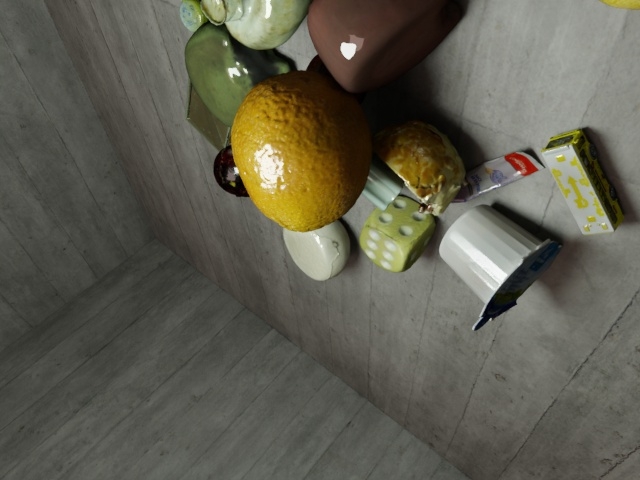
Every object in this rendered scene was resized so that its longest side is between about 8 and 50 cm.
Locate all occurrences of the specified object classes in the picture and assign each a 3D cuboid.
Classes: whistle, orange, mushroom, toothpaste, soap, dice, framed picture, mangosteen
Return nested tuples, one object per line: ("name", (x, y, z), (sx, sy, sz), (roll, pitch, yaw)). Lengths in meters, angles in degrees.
("whistle", (-0.420, -0.769, 1.564), (0.104, 0.057, 0.198), (5, 124, 38))
("orange", (-0.041, -0.194, 1.117), (0.322, 0.322, 0.357), (25, 134, 36))
("mushroom", (-0.173, -0.636, 1.167), (0.352, 0.260, 0.352), (40, 152, 26))
("toothpaste", (0.403, -0.149, 1.218), (0.075, 0.048, 0.301), (55, 149, -5))
("soap", (0.103, -0.212, 1.342), (0.265, 0.160, 0.087), (37, 115, -3))
("dice", (0.232, -0.018, 1.483), (0.166, 0.169, 0.169), (35, 150, 23))
("framed picture", (-0.443, -0.507, 1.951), (0.247, 0.022, 0.335), (44, 152, 5))
("mangosteen", (-0.286, -0.295, 1.834), (0.228, 0.228, 0.266), (0, 89, 54))

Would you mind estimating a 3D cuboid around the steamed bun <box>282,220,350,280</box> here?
("steamed bun", (0.000, 0.000, 1.818), (0.283, 0.177, 0.283), (35, 144, 31))

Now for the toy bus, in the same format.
("toy bus", (0.548, -0.118, 1.024), (0.081, 0.074, 0.226), (-6, 122, 57))

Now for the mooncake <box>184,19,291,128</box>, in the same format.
("mooncake", (-0.244, -0.511, 1.504), (0.351, 0.187, 0.351), (30, 147, 22))

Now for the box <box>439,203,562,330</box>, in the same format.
("box", (0.420, 0.054, 1.241), (0.206, 0.262, 0.291), (49, 114, 32))

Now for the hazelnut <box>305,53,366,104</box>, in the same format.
("hazelnut", (0.035, -0.409, 1.257), (0.204, 0.178, 0.178), (-18, 113, 42))

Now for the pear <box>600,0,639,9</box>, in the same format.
("pear", (0.458, -0.410, 0.677), (0.178, 0.178, 0.178), (34, 149, 24))

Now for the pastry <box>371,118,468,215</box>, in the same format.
("pastry", (0.248, -0.202, 1.204), (0.256, 0.170, 0.237), (60, -164, 24))

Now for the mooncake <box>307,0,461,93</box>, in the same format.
("mooncake", (0.126, -0.436, 0.945), (0.174, 0.326, 0.334), (57, 141, 6))
